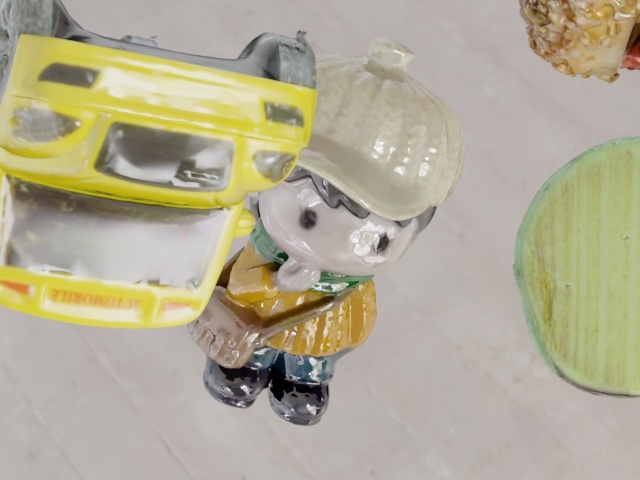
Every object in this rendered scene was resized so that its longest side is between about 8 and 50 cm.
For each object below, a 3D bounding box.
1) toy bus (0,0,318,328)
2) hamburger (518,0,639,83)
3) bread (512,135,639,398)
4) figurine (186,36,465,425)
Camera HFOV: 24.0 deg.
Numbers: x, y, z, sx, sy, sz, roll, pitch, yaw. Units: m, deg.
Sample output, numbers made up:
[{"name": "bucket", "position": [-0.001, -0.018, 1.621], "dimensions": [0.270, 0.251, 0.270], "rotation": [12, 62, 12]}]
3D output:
[{"name": "toy bus", "position": [-0.128, -0.045, 0.769], "dimensions": [0.330, 0.144, 0.152], "rotation": [-164, 84, -66]}, {"name": "hamburger", "position": [0.286, -0.272, 1.170], "dimensions": [0.250, 0.330, 0.330], "rotation": [12, 56, 12]}, {"name": "bread", "position": [0.349, 0.027, 1.663], "dimensions": [0.301, 0.045, 0.301], "rotation": [-9, 75, 36]}, {"name": "figurine", "position": [-0.003, -0.013, 1.281], "dimensions": [0.185, 0.332, 0.204], "rotation": [14, 45, -13]}]
